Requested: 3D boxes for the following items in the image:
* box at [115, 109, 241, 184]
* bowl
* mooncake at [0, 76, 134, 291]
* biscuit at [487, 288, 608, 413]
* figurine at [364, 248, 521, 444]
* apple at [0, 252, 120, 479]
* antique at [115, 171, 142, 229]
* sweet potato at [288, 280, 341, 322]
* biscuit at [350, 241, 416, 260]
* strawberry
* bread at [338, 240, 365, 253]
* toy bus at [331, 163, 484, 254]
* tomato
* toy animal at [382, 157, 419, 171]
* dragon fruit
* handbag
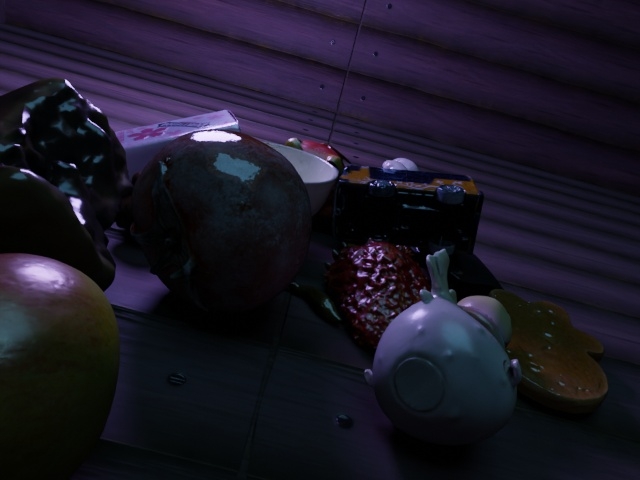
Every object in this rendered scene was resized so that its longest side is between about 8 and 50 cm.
[{"bbox_3d":[-0.391,-0.237,1.208,0.369,0.112,0.190,-15,29,-16],"label":"box"},{"bbox_3d":[-0.108,-0.120,1.079,0.277,0.145,0.277,14,23,-6],"label":"bowl"},{"bbox_3d":[-0.440,-0.076,0.737,0.393,0.246,0.394,12,47,26],"label":"mooncake"},{"bbox_3d":[0.445,0.216,0.971,0.275,0.052,0.355,13,26,3],"label":"biscuit"},{"bbox_3d":[0.230,0.147,0.776,0.226,0.274,0.394,-7,0,34],"label":"figurine"},{"bbox_3d":[-0.315,0.137,0.476,0.194,0.261,0.261,17,19,-41],"label":"apple"},{"bbox_3d":[-0.313,-0.062,1.034,0.257,0.121,0.143,1,38,-44],"label":"antique"},{"bbox_3d":[-0.010,0.114,0.934,0.153,0.038,0.041,32,18,34],"label":"sweet potato"},{"bbox_3d":[0.166,0.008,1.268,0.188,0.027,0.188,13,26,-7],"label":"biscuit"},{"bbox_3d":[0.145,0.098,0.947,0.233,0.138,0.306,7,25,-21],"label":"strawberry"},{"bbox_3d":[0.079,0.031,1.126,0.066,0.060,0.110,-5,12,23],"label":"bread"},{"bbox_3d":[0.198,-0.080,1.127,0.323,0.162,0.194,6,25,7],"label":"toy bus"},{"bbox_3d":[-0.167,-0.032,0.822,0.316,0.317,0.282,28,35,24],"label":"tomato"},{"bbox_3d":[0.292,-0.212,1.682,0.178,0.127,0.193,19,23,3],"label":"toy animal"},{"bbox_3d":[-0.020,-0.160,1.292,0.227,0.224,0.224,39,31,15],"label":"dragon fruit"},{"bbox_3d":[0.319,0.028,1.235,0.191,0.075,0.332,12,27,-31],"label":"handbag"}]
